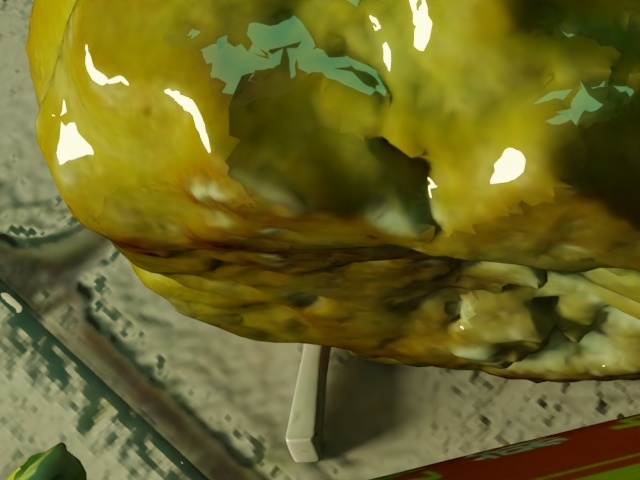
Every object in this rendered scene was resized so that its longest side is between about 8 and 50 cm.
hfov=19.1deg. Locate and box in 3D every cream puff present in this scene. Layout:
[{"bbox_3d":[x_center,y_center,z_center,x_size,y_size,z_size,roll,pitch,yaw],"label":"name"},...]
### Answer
[{"bbox_3d":[0.054,-0.062,0.576,0.282,0.282,0.185,1,72,19],"label":"cream puff"}]

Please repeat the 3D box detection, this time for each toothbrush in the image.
[{"bbox_3d":[0.002,0.000,0.709,0.017,0.014,0.194,-7,47,12],"label":"toothbrush"}]

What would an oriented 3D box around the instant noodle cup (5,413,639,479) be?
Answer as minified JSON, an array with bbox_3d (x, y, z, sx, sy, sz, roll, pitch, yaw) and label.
[{"bbox_3d":[0.086,0.154,0.361,0.222,0.311,0.311,-20,44,-14],"label":"instant noodle cup"}]
